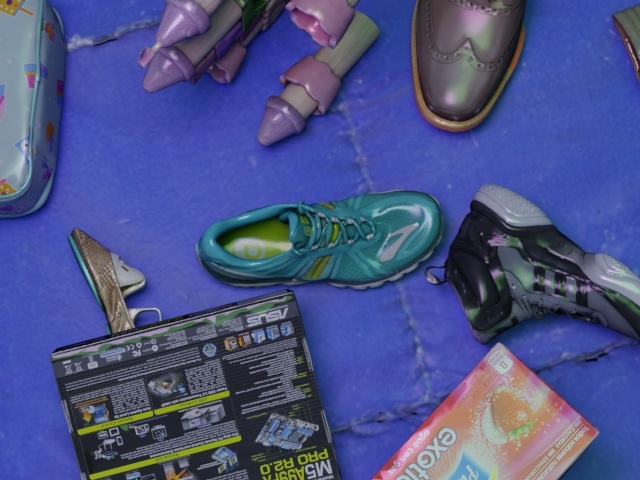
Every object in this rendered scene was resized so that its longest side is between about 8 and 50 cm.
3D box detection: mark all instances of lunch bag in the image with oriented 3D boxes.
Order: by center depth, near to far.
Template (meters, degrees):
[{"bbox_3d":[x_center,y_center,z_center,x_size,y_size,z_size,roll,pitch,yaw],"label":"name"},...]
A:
[{"bbox_3d":[-0.408,-0.166,2.023,0.224,0.108,0.279,-1,76,8],"label":"lunch bag"}]

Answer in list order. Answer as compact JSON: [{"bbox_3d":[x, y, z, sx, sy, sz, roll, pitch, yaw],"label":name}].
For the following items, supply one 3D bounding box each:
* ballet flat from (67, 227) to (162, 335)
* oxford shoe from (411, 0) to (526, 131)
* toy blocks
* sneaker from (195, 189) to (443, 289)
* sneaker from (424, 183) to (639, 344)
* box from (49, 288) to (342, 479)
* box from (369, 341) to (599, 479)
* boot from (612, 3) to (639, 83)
[{"bbox_3d":[-0.214,0.074,1.981,0.067,0.073,0.206,-21,87,-6],"label":"ballet flat"},{"bbox_3d":[0.177,-0.303,2.003,0.130,0.133,0.363,12,79,5],"label":"oxford shoe"},{"bbox_3d":[-0.117,-0.255,1.931,0.309,0.288,0.260,39,77,7],"label":"toy blocks"},{"bbox_3d":[0.000,0.000,1.960,0.275,0.110,0.107,-10,77,1],"label":"sneaker"},{"bbox_3d":[0.242,0.068,1.938,0.269,0.101,0.153,37,83,16],"label":"sneaker"},{"bbox_3d":[-0.132,0.188,1.916,0.270,0.060,0.216,-15,94,-3],"label":"box"},{"bbox_3d":[0.135,0.269,1.872,0.142,0.154,0.300,42,82,11],"label":"box"},{"bbox_3d":[0.438,-0.198,1.994,0.165,0.077,0.213,-27,72,-3],"label":"boot"}]
